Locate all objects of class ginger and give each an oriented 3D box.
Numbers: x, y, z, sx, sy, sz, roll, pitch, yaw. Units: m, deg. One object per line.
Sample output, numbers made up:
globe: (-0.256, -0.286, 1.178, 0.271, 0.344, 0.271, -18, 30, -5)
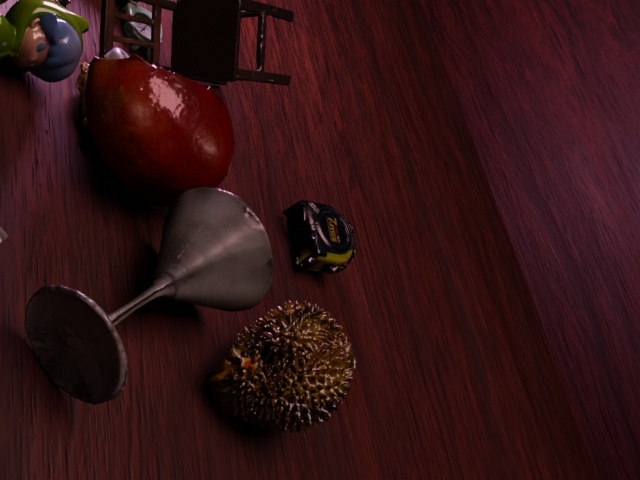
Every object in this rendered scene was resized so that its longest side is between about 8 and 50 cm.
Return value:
ginger: (-0.461, -0.292, 1.556, 0.096, 0.067, 0.165, 15, 65, -52)

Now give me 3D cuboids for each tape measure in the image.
tape measure: (0.000, 0.000, 1.928, 0.186, 0.112, 0.199, 11, 60, -43)

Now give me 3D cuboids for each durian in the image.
durian: (-0.071, 0.259, 1.486, 0.258, 0.258, 0.293, 58, 40, -2)

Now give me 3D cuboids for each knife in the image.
knife: (-0.357, -0.314, 1.664, 0.331, 0.044, 0.080, 42, 13, -48)

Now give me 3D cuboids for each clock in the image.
clock: (-0.434, -0.508, 1.806, 0.101, 0.041, 0.135, 25, 45, -45)

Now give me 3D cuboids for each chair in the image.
chair: (-0.279, -0.481, 1.759, 0.416, 0.241, 0.203, -8, 105, -58)

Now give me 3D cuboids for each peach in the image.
peach: (-0.327, -0.234, 1.479, 0.281, 0.281, 0.338, -74, 145, -52)

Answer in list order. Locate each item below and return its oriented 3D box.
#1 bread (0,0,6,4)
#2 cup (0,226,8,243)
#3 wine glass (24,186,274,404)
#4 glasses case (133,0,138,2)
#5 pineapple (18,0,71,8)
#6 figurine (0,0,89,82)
bread: (-0.634, -0.610, 1.330, 0.348, 0.348, 0.307, 29, 51, -41)
cup: (-0.554, -0.022, 1.201, 0.054, 0.075, 0.083, -46, 110, -21)
wine glass: (-0.293, 0.088, 1.298, 0.267, 0.267, 0.406, 57, 36, -3)
glasses case: (-0.530, -0.681, 1.761, 0.272, 0.062, 0.095, 39, 2, -31)
pineapple: (-0.575, -0.509, 1.580, 0.074, 0.074, 0.159, 48, 24, -18)
figurine: (-0.563, -0.377, 1.391, 0.263, 0.162, 0.143, -15, 62, -49)
